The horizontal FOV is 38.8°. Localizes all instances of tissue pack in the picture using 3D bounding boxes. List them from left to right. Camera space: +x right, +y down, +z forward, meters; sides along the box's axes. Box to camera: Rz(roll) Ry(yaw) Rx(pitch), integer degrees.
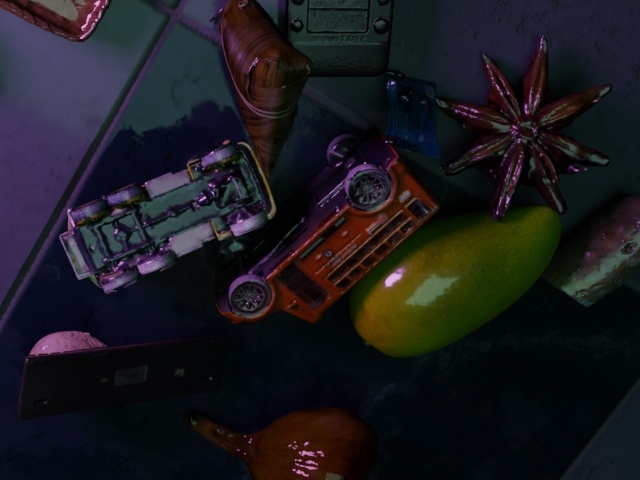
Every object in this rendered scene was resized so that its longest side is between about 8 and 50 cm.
[{"bbox_3d":[0.126,-0.178,1.247,0.085,0.138,0.028,13,148,-19],"label":"tissue pack"}]

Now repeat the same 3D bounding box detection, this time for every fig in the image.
[{"bbox_3d":[-0.052,0.331,1.440,0.290,0.191,0.190,19,114,24],"label":"fig"}]

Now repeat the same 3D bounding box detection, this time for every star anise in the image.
[{"bbox_3d":[0.292,-0.157,1.316,0.272,0.102,0.272,0,90,3],"label":"star anise"}]

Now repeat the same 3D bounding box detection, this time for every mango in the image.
[{"bbox_3d":[0.200,0.046,1.341,0.343,0.156,0.192,-29,128,-2],"label":"mango"}]

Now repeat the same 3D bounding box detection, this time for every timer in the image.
[{"bbox_3d":[0.024,-0.312,1.206,0.144,0.055,0.187,-2,117,-10],"label":"timer"}]

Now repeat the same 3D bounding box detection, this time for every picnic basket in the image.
[{"bbox_3d":[-0.352,-0.328,1.112,0.193,0.055,0.110,28,106,-22],"label":"picnic basket"}]

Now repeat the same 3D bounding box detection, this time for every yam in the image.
[{"bbox_3d":[0.440,0.023,1.411,0.194,0.107,0.107,-39,115,6],"label":"yam"}]

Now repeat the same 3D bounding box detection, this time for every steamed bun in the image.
[{"bbox_3d":[-0.366,0.187,1.308,0.130,0.091,0.112,11,108,-42],"label":"steamed bun"}]

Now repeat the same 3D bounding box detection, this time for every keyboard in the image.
[{"bbox_3d":[-0.276,0.193,1.301,0.317,0.027,0.106,-1,112,-39],"label":"keyboard"}]

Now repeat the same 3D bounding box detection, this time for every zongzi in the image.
[{"bbox_3d":[-0.087,-0.206,1.183,0.084,0.187,0.184,-10,137,-24],"label":"zongzi"}]

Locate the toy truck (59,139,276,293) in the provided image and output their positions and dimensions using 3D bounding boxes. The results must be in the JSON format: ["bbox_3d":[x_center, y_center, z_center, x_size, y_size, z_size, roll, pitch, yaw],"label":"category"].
[{"bbox_3d":[-0.207,-0.033,1.221,0.272,0.157,0.124,-24,100,-10],"label":"toy truck"}]

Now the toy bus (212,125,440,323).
[{"bbox_3d":[0.000,0.000,1.277,0.329,0.143,0.153,-42,119,9],"label":"toy bus"}]
